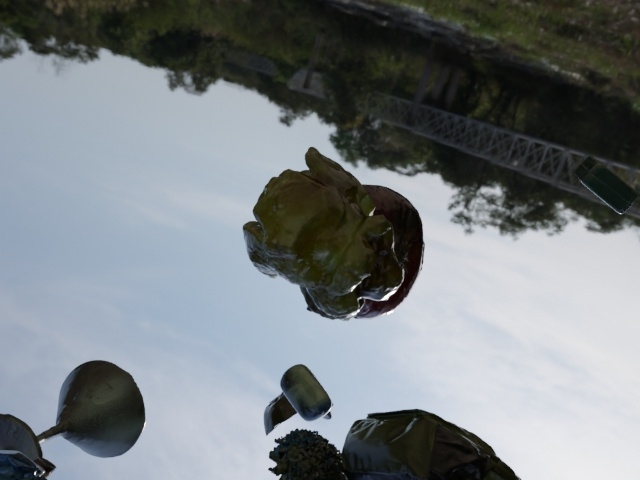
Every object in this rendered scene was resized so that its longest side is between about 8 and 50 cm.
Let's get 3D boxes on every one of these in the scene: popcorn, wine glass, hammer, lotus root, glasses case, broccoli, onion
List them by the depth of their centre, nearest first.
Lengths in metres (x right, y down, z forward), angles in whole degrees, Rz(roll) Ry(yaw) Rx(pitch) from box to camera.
[{"bbox_3d":[-0.032,0.370,0.992,0.155,0.160,0.167,27,-158,-36],"label":"broccoli"},{"bbox_3d":[0.442,-0.090,1.017,0.078,0.039,0.184,42,-160,7],"label":"glasses case"},{"bbox_3d":[0.004,0.000,1.095,0.277,0.225,0.276,20,-144,-15],"label":"popcorn"},{"bbox_3d":[-0.012,0.325,1.320,0.116,0.069,0.194,47,173,33],"label":"hammer"},{"bbox_3d":[-0.627,0.454,1.564,0.267,0.267,0.406,19,-175,11],"label":"wine glass"},{"bbox_3d":[0.096,0.023,1.648,0.286,0.347,0.348,1,180,44],"label":"onion"},{"bbox_3d":[-0.088,0.440,1.772,0.183,0.203,0.078,-31,-103,-33],"label":"lotus root"}]

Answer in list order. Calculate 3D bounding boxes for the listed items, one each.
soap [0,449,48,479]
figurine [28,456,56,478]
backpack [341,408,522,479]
[{"bbox_3d":[-0.411,0.414,0.820,0.156,0.293,0.077,-8,166,34],"label":"soap"},{"bbox_3d":[-0.578,0.585,1.152,0.412,0.306,0.241,-28,-177,-13],"label":"figurine"},{"bbox_3d":[0.164,0.339,0.919,0.253,0.140,0.207,33,151,-20],"label":"backpack"}]
